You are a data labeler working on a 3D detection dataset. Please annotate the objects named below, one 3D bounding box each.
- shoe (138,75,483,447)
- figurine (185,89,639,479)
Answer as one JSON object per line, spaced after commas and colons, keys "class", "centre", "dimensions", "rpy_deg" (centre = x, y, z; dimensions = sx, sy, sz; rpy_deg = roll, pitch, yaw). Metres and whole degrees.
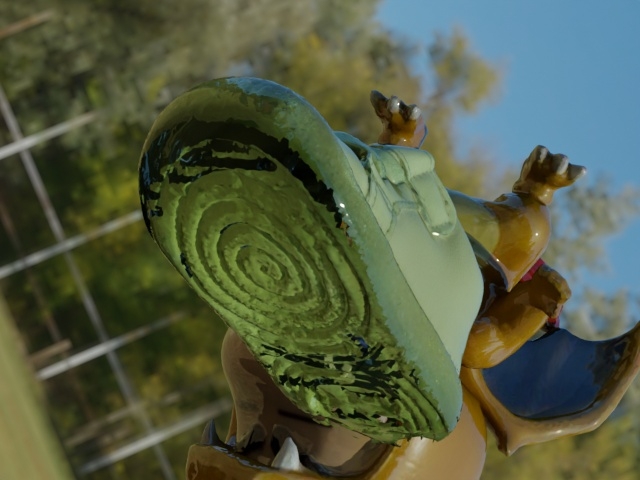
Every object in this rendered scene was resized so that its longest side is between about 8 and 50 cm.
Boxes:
{"class": "shoe", "centre": [-0.003, 0.005, 1.038], "dimensions": [0.262, 0.140, 0.128], "rpy_deg": [59, 32, -36]}
{"class": "figurine", "centre": [0.082, 0.101, 1.639], "dimensions": [0.401, 0.387, 0.268], "rpy_deg": [25, -16, -9]}
